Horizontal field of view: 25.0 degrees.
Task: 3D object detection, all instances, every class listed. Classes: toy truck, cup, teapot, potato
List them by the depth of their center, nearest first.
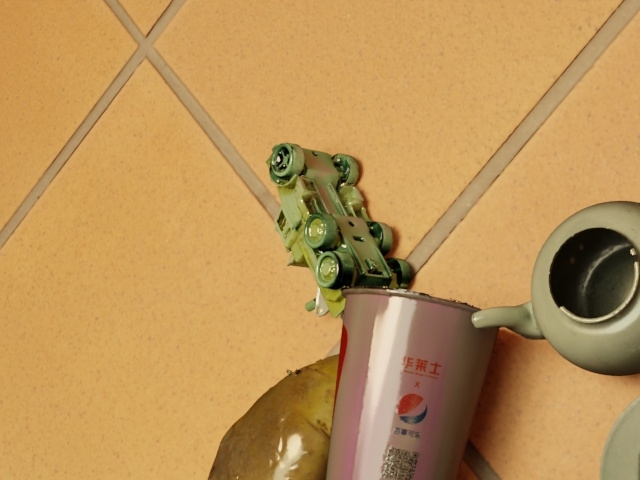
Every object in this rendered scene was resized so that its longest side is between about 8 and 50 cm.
[{"bbox_3d":[0.320,0.049,1.571,0.294,0.129,0.193,-24,64,27],"label":"teapot"},{"bbox_3d":[0.090,0.212,1.661,0.203,0.203,0.288,3,76,40],"label":"cup"},{"bbox_3d":[-0.044,0.268,1.781,0.296,0.141,0.192,-57,23,-6],"label":"potato"},{"bbox_3d":[0.001,-0.004,1.862,0.135,0.128,0.259,-47,51,35],"label":"toy truck"}]

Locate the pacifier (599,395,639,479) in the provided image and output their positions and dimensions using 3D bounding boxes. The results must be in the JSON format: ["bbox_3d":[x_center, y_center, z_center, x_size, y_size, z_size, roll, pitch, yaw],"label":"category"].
[{"bbox_3d":[0.392,0.284,1.361,0.343,0.269,0.288,1,101,43],"label":"pacifier"}]
